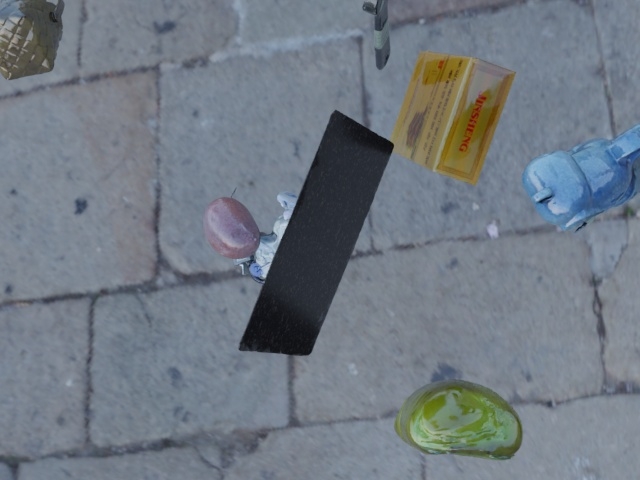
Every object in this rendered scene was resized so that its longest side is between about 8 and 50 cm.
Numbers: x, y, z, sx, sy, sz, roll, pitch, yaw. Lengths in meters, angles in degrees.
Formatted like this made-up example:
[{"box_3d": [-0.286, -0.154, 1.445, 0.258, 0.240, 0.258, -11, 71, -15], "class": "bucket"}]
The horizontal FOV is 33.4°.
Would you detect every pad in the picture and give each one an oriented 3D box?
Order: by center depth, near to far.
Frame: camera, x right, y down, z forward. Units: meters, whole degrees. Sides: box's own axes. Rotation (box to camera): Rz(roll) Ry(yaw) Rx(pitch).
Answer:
[{"box_3d": [0.000, 0.000, 1.430, 0.004, 0.220, 0.330, 23, 92, 26], "class": "pad"}]

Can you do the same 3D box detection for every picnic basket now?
[{"box_3d": [-0.497, -0.371, 1.789, 0.128, 0.137, 0.178, -6, 43, 11], "class": "picnic basket"}]

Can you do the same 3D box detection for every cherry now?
[{"box_3d": [-0.151, -0.019, 1.787, 0.087, 0.126, 0.106, -31, 108, 1], "class": "cherry"}]

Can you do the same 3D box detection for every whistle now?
[{"box_3d": [0.319, -0.076, 1.227, 0.180, 0.269, 0.093, -40, 78, 41], "class": "whistle"}]

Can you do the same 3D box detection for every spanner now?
[{"box_3d": [0.099, -0.341, 1.657, 0.024, 0.316, 0.087, 24, 81, 9], "class": "spanner"}]

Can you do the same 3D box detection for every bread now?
[{"box_3d": [0.204, 0.269, 1.625, 0.166, 0.383, 0.112, 5, 81, 2], "class": "bread"}]

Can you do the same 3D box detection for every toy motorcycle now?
[{"box_3d": [-0.074, -0.008, 2.007, 0.221, 0.102, 0.150, -22, 87, 33], "class": "toy motorcycle"}]

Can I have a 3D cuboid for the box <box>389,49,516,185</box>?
[{"box_3d": [0.193, -0.195, 1.630, 0.076, 0.274, 0.174, 18, 98, -13], "class": "box"}]
